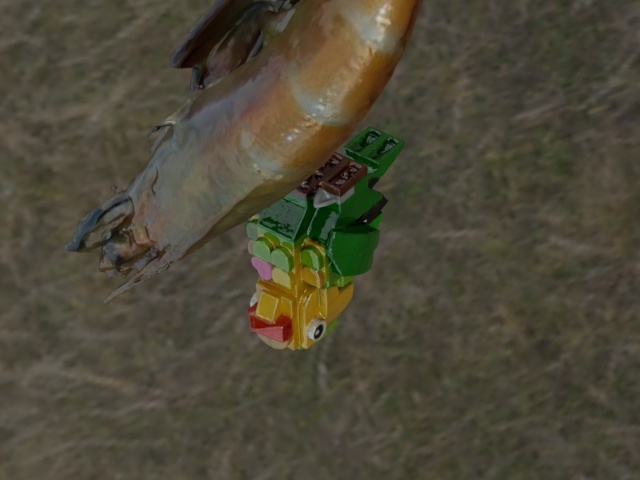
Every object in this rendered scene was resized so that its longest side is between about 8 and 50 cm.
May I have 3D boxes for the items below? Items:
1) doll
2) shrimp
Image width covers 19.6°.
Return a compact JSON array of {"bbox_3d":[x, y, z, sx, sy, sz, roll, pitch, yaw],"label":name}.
[{"bbox_3d":[-0.005,0.001,1.543,0.106,0.134,0.186,25,109,27],"label":"doll"},{"bbox_3d":[-0.035,-0.066,0.835,0.248,0.068,0.150,-45,27,27],"label":"shrimp"}]
